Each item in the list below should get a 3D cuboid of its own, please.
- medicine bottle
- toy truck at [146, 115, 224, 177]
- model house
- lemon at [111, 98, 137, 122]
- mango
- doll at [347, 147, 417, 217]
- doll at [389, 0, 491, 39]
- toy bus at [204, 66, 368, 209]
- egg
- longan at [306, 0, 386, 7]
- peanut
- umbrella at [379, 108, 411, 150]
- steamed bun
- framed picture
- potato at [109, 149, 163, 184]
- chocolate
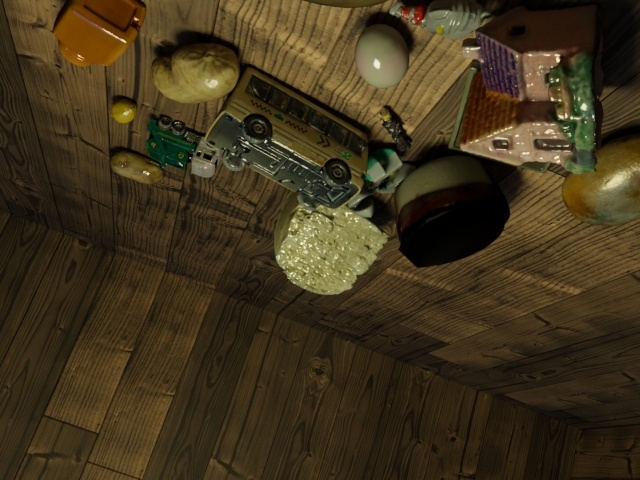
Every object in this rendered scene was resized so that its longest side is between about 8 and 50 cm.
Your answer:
[{"bbox_3d":[-0.491,-0.464,1.596,0.149,0.112,0.222,29,157,-27],"label":"medicine bottle"},{"bbox_3d":[-0.382,-0.248,2.033,0.215,0.116,0.110,20,159,-4],"label":"toy truck"},{"bbox_3d":[0.355,-0.252,1.256,0.237,0.202,0.237,4,152,24],"label":"model house"},{"bbox_3d":[-0.532,-0.349,1.983,0.092,0.065,0.065,-11,145,37],"label":"lemon"},{"bbox_3d":[0.623,-0.126,1.460,0.192,0.146,0.316,20,154,-25],"label":"mango"},{"bbox_3d":[0.149,-0.145,1.849,0.153,0.195,0.258,54,-175,0],"label":"doll"},{"bbox_3d":[0.207,-0.388,1.265,0.180,0.079,0.094,15,-172,29],"label":"doll"},{"bbox_3d":[-0.065,-0.229,1.704,0.365,0.202,0.177,28,151,-16],"label":"toy bus"},{"bbox_3d":[0.116,-0.347,1.387,0.103,0.103,0.135,11,155,20],"label":"egg"},{"bbox_3d":[0.022,-0.454,0.938,0.318,0.319,0.319,16,159,6],"label":"longan"},{"bbox_3d":[-0.284,-0.375,1.642,0.253,0.122,0.137,1,144,49],"label":"peanut"},{"bbox_3d":[0.171,-0.251,1.673,0.040,0.037,0.144,21,167,33],"label":"umbrella"},{"bbox_3d":[0.000,0.000,2.064,0.290,0.272,0.273,39,-178,-30],"label":"steamed bun"},{"bbox_3d":[0.397,-0.245,1.521,0.231,0.024,0.315,16,158,7],"label":"framed picture"},{"bbox_3d":[-0.577,-0.229,2.299,0.170,0.080,0.107,22,167,1],"label":"potato"},{"bbox_3d":[0.291,-0.084,1.728,0.283,0.186,0.284,-15,149,-9],"label":"chocolate"}]
